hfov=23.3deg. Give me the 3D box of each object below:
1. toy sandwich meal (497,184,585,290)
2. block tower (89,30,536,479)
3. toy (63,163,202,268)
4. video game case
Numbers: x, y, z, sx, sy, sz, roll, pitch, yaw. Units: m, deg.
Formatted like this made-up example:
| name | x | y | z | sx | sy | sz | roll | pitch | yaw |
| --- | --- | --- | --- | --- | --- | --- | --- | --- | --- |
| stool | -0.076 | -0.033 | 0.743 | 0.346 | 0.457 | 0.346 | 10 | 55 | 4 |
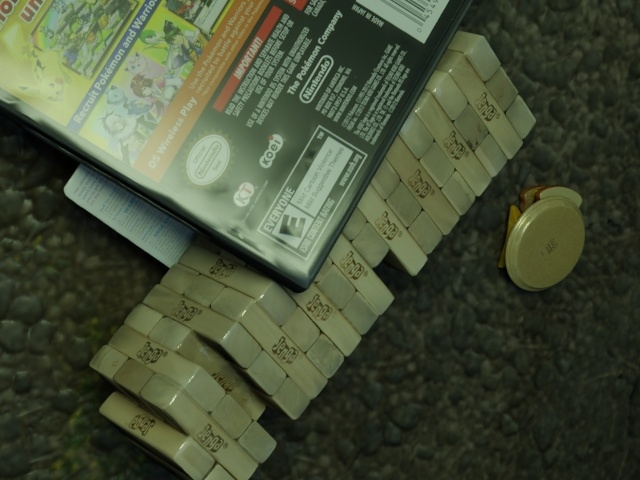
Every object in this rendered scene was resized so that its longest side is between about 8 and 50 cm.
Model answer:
| name | x | y | z | sx | sy | sz | roll | pitch | yaw |
| --- | --- | --- | --- | --- | --- | --- | --- | --- | --- |
| toy sandwich meal | 0.168 | -0.003 | 1.187 | 0.085 | 0.029 | 0.085 | -14 | 117 | -29 |
| block tower | 0.000 | 0.000 | 0.973 | 0.335 | 0.097 | 0.091 | -52 | 130 | -15 |
| toy | -0.061 | -0.036 | 1.012 | 0.237 | 0.056 | 0.137 | 38 | 79 | -40 |
| video game case | -0.048 | -0.149 | 0.904 | 0.248 | 0.035 | 0.275 | 31 | 77 | -6 |
